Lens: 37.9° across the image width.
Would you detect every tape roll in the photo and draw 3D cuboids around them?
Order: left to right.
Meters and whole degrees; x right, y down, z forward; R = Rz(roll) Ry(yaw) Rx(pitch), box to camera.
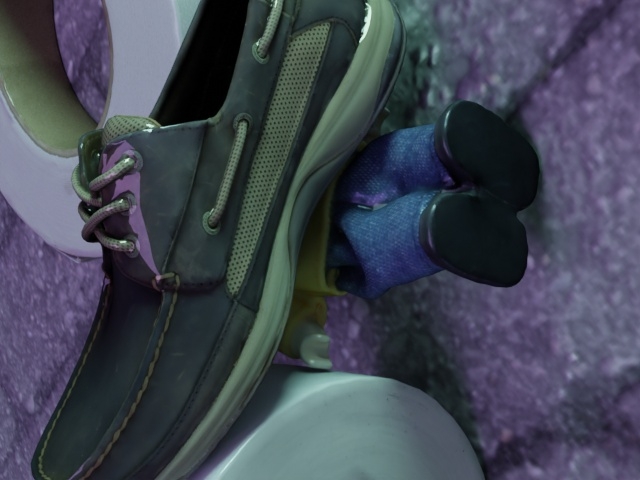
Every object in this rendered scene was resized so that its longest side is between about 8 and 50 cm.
[{"bbox_3d":[-0.210,-0.176,0.802,0.392,0.072,0.392,19,118,41],"label":"tape roll"},{"bbox_3d":[-0.012,0.222,0.580,0.100,0.286,0.286,-1,103,46],"label":"tape roll"}]

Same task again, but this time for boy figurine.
[{"bbox_3d":[0.000,0.000,0.614,0.285,0.092,0.177,-15,59,49],"label":"boy figurine"}]

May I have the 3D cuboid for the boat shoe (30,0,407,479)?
[{"bbox_3d":[-0.080,-0.023,0.529,0.132,0.130,0.355,-2,59,53],"label":"boat shoe"}]
